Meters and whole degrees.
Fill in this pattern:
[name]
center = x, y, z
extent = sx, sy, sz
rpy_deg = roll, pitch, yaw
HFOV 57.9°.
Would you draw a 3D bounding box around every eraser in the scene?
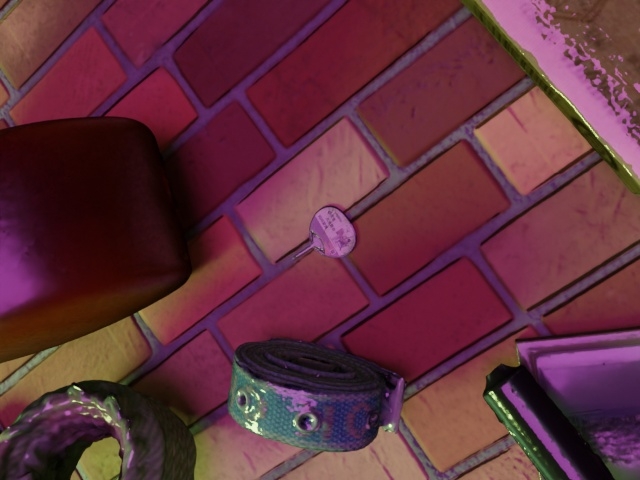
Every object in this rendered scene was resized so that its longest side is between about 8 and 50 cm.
[eraser]
center = 0.283, -0.166, 0.531
extent = 0.144, 0.078, 0.343
rpy_deg = -40, 83, 16

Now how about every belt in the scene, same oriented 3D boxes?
[belt]
center = -0.016, 0.163, 0.613
extent = 0.163, 0.148, 0.082
rpy_deg = 16, 103, 44

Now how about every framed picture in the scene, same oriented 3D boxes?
[framed picture]
center = 0.357, 0.183, 0.564
extent = 0.290, 0.016, 0.213
rpy_deg = -9, 91, 17

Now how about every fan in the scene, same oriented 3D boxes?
[fan]
center = 0.009, 0.002, 0.663
extent = 0.060, 0.003, 0.080
rpy_deg = 31, 101, 13

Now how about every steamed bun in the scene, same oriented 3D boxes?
[steamed bun]
center = -0.348, 0.013, 0.645
extent = 0.380, 0.248, 0.234
rpy_deg = -19, 88, 18

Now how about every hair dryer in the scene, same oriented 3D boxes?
[hair dryer]
center = 0.296, 0.217, 0.531
extent = 0.244, 0.116, 0.302
rpy_deg = -41, 75, 13

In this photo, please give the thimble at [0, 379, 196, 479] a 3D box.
[thimble]
center = -0.257, 0.272, 0.652
extent = 0.219, 0.150, 0.218
rpy_deg = -5, 63, 11
